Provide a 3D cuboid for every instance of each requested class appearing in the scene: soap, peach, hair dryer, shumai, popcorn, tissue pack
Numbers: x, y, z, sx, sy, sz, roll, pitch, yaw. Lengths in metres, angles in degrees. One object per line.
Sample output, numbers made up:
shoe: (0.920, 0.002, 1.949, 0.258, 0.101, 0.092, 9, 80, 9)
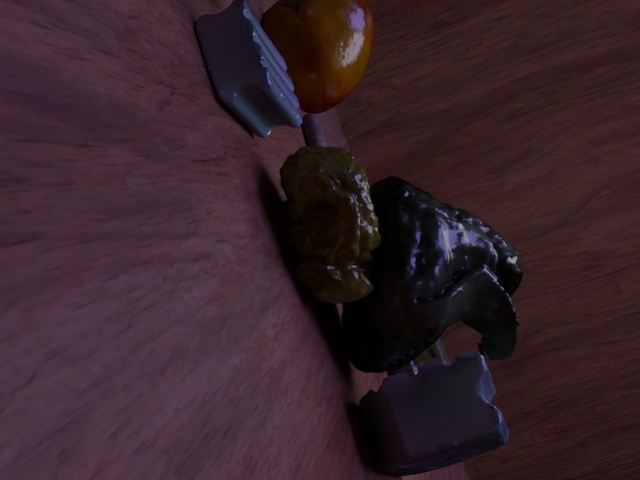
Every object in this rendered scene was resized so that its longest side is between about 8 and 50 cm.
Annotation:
soap: (-0.118, -0.291, 1.486, 0.289, 0.095, 0.172, 37, 33, -76)
peach: (-0.001, -0.477, 2.066, 0.307, 0.289, 0.289, 57, 15, -36)
hair dryer: (0.015, -0.221, 2.341, 0.220, 0.054, 0.195, 59, 13, -57)
shumai: (0.232, 0.070, 1.660, 0.395, 0.349, 0.394, -178, -90, -78)
soap: (0.230, 0.358, 1.656, 0.446, 0.262, 0.156, 52, 20, -68)
popcorn: (0.014, -0.049, 1.477, 0.225, 0.174, 0.285, 79, 0, -56)
tissue pack: (0.277, 0.356, 2.320, 0.145, 0.159, 0.229, -99, 166, -50)
